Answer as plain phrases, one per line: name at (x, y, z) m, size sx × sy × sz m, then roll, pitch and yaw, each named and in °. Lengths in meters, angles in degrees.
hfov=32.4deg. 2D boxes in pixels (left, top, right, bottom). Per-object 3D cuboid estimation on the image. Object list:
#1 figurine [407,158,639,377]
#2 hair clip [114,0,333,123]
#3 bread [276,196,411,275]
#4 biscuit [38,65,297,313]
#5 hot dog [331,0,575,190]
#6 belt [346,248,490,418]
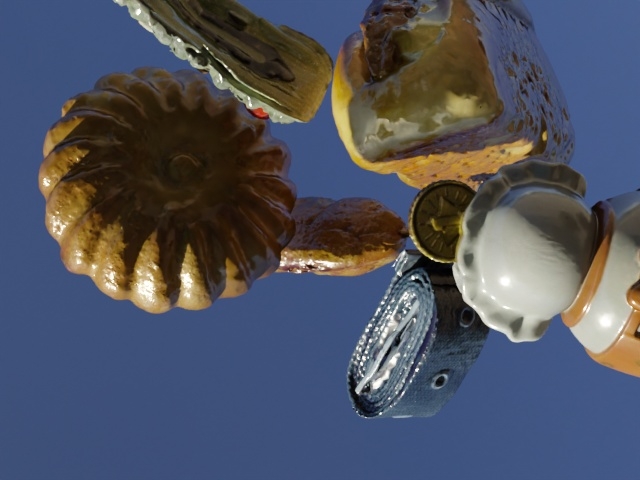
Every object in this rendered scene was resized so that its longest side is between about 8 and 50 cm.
figurine at (0.198, 0.018, 0.811) m, size 0.271 × 0.143 × 0.143 m, roll 17°, pitch -113°, yaw -20°
hair clip at (-0.134, -0.243, 1.244) m, size 0.321 × 0.091 × 0.138 m, roll 38°, pitch -126°, yaw -19°
bread at (-0.001, -0.001, 1.452) m, size 0.084 × 0.344 × 0.124 m, roll 54°, pitch -131°, yaw -42°
biscuit at (-0.173, -0.073, 1.323) m, size 0.325 × 0.107 × 0.326 m, roll 10°, pitch -118°, yaw -20°
hot dog at (0.157, -0.183, 1.287) m, size 0.405 × 0.185 × 0.223 m, roll 12°, pitch -115°, yaw -62°
belt at (0.128, 0.124, 1.318) m, size 0.128 × 0.218 × 0.122 m, roll 4°, pitch -143°, yaw -35°
